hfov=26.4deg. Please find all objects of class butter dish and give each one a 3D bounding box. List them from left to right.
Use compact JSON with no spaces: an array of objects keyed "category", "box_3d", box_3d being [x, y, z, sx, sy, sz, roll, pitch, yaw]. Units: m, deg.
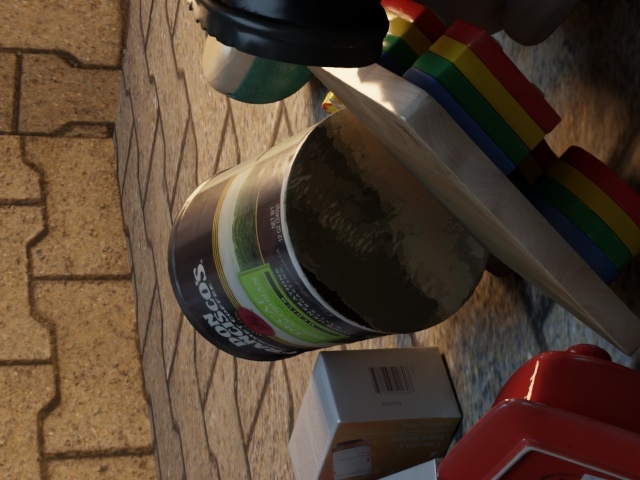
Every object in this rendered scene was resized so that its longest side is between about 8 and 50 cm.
[{"category":"butter dish","box_3d":[0.183,0.128,0.968,0.160,0.160,0.118,116,172,-56]}]

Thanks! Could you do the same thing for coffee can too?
[{"category":"coffee can","box_3d":[0.000,0.000,1.262,0.275,0.202,0.201,-20,70,62]}]

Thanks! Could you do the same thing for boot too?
[{"category":"boot","box_3d":[-0.025,-0.296,0.936,0.348,0.131,0.260,-112,26,-51]}]

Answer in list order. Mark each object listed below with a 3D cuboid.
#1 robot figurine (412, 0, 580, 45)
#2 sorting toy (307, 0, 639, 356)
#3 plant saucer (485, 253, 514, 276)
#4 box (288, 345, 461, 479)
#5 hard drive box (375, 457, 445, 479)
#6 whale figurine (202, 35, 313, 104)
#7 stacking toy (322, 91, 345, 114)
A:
[{"category":"robot figurine","box_3d":[0.114,-0.292,1.054,0.300,0.200,0.353,54,151,17]},{"category":"sorting toy","box_3d":[0.125,-0.065,1.005,0.089,0.255,0.257,-46,25,0]},{"category":"plant saucer","box_3d":[0.152,-0.051,1.233,0.168,0.029,0.168,179,90,-73]},{"category":"box","box_3d":[0.051,0.196,1.395,0.170,0.130,0.091,106,156,-45]},{"category":"hard drive box","box_3d":[0.114,0.302,1.259,0.232,0.089,0.181,132,136,-67]},{"category":"whale figurine","box_3d":[-0.049,-0.304,1.790,0.272,0.141,0.216,-67,14,-10]},{"category":"stacking toy","box_3d":[0.018,-0.110,1.511,0.167,0.052,0.221,-63,10,-16]}]
